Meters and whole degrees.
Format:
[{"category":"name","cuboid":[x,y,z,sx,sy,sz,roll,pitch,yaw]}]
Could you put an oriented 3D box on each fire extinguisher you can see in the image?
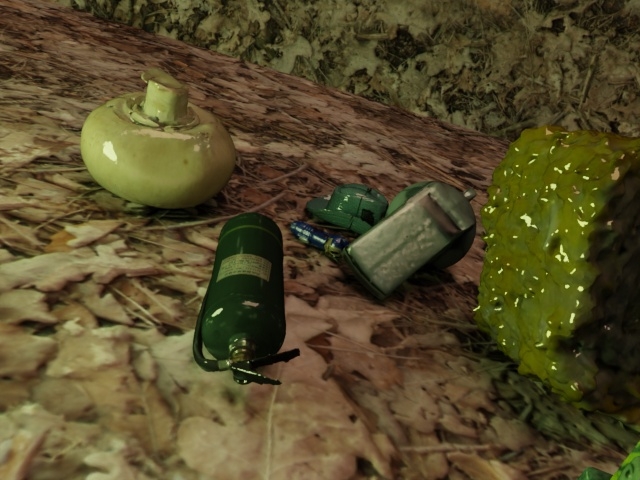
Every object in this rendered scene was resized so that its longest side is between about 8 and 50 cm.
[{"category":"fire extinguisher","cuboid":[-0.086,0.071,0.618,0.118,0.093,0.294,-11,28,1]}]

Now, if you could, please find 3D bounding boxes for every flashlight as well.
[{"category":"flashlight","cuboid":[0.000,0.000,0.876,0.121,0.057,0.035,24,64,28]}]

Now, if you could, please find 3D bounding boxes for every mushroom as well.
[{"category":"mushroom","cuboid":[-0.254,-0.163,0.860,0.246,0.202,0.246,10,36,-8]}]

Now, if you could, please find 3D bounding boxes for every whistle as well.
[{"category":"whistle","cuboid":[0.155,-0.006,0.886,0.290,0.163,0.163,-35,50,-21]}]

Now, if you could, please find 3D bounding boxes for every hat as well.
[{"category":"hat","cuboid":[0.070,-0.065,0.998,0.191,0.077,0.138,22,24,11]}]

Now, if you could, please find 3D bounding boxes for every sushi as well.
[{"category":"sushi","cuboid":[0.400,0.046,0.684,0.397,0.351,0.240,4,12,-17]}]

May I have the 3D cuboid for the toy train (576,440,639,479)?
[{"category":"toy train","cuboid":[0.346,0.256,0.405,0.330,0.178,0.138,21,26,5]}]
